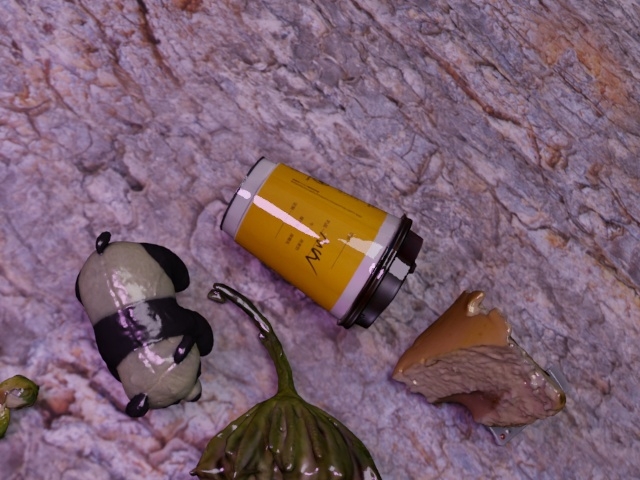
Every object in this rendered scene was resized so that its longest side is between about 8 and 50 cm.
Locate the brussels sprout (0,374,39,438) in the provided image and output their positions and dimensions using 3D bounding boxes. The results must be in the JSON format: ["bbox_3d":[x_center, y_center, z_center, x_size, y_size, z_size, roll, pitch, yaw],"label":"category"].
[{"bbox_3d":[-0.378,0.200,0.852,0.083,0.046,0.051,-58,138,-34],"label":"brussels sprout"}]

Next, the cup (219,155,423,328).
[{"bbox_3d":[0.000,0.000,1.063,0.279,0.196,0.196,30,56,1],"label":"cup"}]

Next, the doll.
[{"bbox_3d":[-0.227,0.106,0.899,0.143,0.135,0.234,-25,79,0],"label":"doll"}]

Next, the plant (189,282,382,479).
[{"bbox_3d":[-0.035,0.211,0.948,0.251,0.180,0.334,23,53,-26],"label":"plant"}]

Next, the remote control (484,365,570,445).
[{"bbox_3d":[0.343,0.274,1.179,0.184,0.027,0.050,-28,78,-29],"label":"remote control"}]

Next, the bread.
[{"bbox_3d":[0.270,0.162,1.093,0.183,0.224,0.211,45,47,-6],"label":"bread"}]
